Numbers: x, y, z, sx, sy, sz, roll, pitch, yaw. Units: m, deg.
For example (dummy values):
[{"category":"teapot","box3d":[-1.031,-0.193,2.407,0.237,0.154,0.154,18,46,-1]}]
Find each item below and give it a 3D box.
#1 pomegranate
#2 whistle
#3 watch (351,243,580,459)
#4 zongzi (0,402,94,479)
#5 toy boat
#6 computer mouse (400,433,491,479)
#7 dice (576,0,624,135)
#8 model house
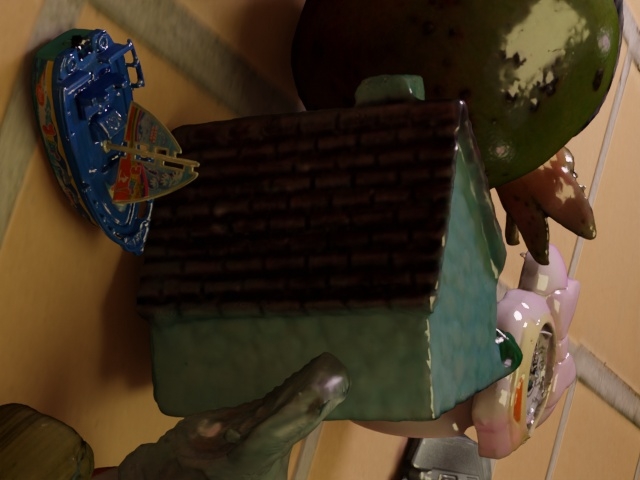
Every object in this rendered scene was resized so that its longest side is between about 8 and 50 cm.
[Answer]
[{"category":"pomegranate","box3d":[0.144,-0.152,1.178,0.291,0.323,0.291,-54,-166,20]},{"category":"whistle","box3d":[-0.108,0.196,0.969,0.348,0.189,0.189,-51,158,19]},{"category":"watch","box3d":[0.132,0.104,1.400,0.248,0.218,0.210,-32,128,-60]},{"category":"zongzi","box3d":[-0.254,0.170,0.822,0.221,0.112,0.242,-63,148,-24]},{"category":"toy boat","box3d":[-0.134,-0.059,0.959,0.091,0.110,0.175,-47,141,-44]},{"category":"computer mouse","box3d":[0.161,0.292,1.675,0.231,0.071,0.126,23,80,-61]},{"category":"dice","box3d":[0.218,-0.222,1.472,0.182,0.181,0.183,-57,146,-31]},{"category":"model house","box3d":[0.000,0.000,1.079,0.230,0.281,0.248,-11,98,-65]}]
